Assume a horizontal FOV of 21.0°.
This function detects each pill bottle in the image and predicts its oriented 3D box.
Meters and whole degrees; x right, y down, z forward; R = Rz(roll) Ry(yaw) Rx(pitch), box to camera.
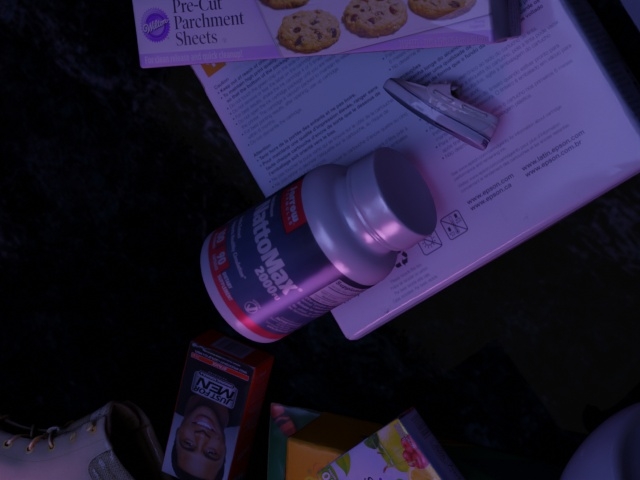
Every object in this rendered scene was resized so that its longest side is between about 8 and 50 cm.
[{"bbox_3d":[0.000,0.000,1.410,0.180,0.108,0.108,-31,88,29],"label":"pill bottle"}]

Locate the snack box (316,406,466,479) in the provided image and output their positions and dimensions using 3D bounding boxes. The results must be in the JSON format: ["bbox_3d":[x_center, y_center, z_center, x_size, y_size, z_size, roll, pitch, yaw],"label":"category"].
[{"bbox_3d":[0.077,0.225,1.458,0.100,0.037,0.141,-38,85,30],"label":"snack box"}]

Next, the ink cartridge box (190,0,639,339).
[{"bbox_3d":[0.074,-0.132,1.441,0.324,0.071,0.330,-32,85,29],"label":"ink cartridge box"}]

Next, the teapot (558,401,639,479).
[{"bbox_3d":[0.281,0.262,1.360,0.256,0.252,0.187,48,133,21],"label":"teapot"}]

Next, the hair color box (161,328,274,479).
[{"bbox_3d":[-0.097,0.162,1.618,0.072,0.043,0.141,21,113,19],"label":"hair color box"}]

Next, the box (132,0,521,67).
[{"bbox_3d":[0.001,-0.181,1.393,0.324,0.063,0.067,0,100,27],"label":"box"}]

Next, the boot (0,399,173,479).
[{"bbox_3d":[-0.274,0.192,1.684,0.203,0.095,0.262,-34,89,30],"label":"boot"}]

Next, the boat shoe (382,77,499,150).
[{"bbox_3d":[0.098,-0.110,1.380,0.100,0.035,0.035,31,86,22],"label":"boat shoe"}]

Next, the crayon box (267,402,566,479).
[{"bbox_3d":[0.077,0.277,1.540,0.318,0.081,0.202,10,108,25],"label":"crayon box"}]
